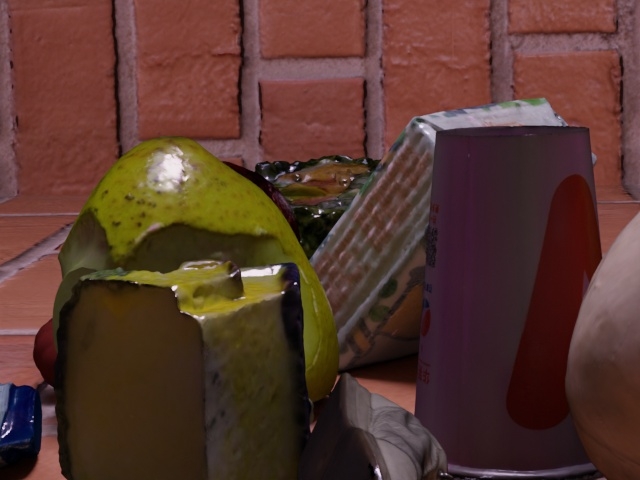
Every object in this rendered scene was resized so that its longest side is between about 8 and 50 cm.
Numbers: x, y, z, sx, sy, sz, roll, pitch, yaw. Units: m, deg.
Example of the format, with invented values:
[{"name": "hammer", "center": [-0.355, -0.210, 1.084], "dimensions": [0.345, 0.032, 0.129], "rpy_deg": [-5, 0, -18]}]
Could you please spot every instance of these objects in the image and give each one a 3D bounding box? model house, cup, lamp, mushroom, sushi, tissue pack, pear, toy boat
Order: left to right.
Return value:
[{"name": "toy boat", "center": [-0.379, 0.168, 1.512], "dimensions": [0.291, 0.070, 0.210], "rpy_deg": [-2, 5, 19]}, {"name": "lamp", "center": [-0.248, 0.118, 1.749], "dimensions": [0.101, 0.090, 0.101], "rpy_deg": [13, 38, -10]}, {"name": "pear", "center": [-0.113, 0.037, 1.633], "dimensions": [0.286, 0.282, 0.176], "rpy_deg": [-6, 1, -27]}, {"name": "model house", "center": [-0.091, 0.109, 1.406], "dimensions": [0.170, 0.194, 0.211], "rpy_deg": [2, 10, 39]}, {"name": "sushi", "center": [0.000, 0.000, 2.217], "dimensions": [0.294, 0.178, 0.352], "rpy_deg": [-6, 12, -10]}, {"name": "tissue pack", "center": [0.128, -0.006, 1.833], "dimensions": [0.228, 0.311, 0.128], "rpy_deg": [-12, 55, -45]}, {"name": "cup", "center": [0.170, 0.047, 1.462], "dimensions": [0.203, 0.288, 0.203], "rpy_deg": [-2, 7, 0]}, {"name": "mushroom", "center": [0.366, 0.097, 1.272], "dimensions": [0.336, 0.314, 0.314], "rpy_deg": [24, 17, 20]}]

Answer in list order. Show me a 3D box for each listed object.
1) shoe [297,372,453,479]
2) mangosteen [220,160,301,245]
[{"name": "shoe", "center": [0.045, 0.181, 1.253], "dimensions": [0.098, 0.103, 0.275], "rpy_deg": [22, 15, -6]}, {"name": "mangosteen", "center": [-0.123, 0.041, 1.922], "dimensions": [0.235, 0.235, 0.261], "rpy_deg": [-6, 43, -29]}]
